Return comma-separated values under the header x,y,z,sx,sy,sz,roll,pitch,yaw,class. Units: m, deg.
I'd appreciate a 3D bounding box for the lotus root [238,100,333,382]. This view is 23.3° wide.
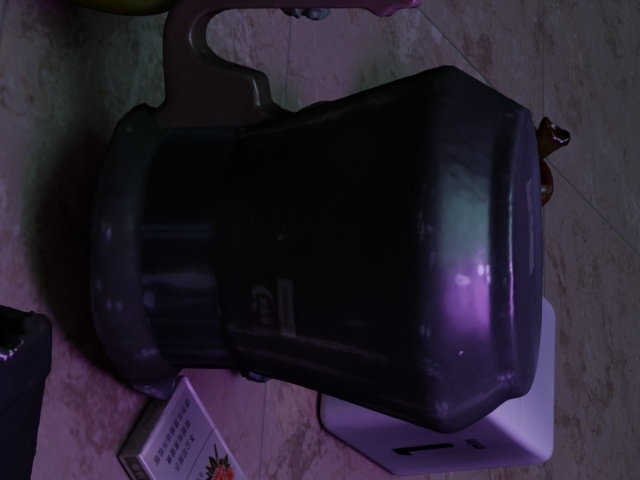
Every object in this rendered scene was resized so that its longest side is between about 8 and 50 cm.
x,y,z,sx,sy,sz,roll,pitch,yaw,class
0.000,0.000,1.554,0.158,0.140,0.322,53,41,-40,lotus root

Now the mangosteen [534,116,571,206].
x,y,z,sx,sy,sz,roll,pitch,yaw,class
0.177,-0.082,1.784,0.211,0.250,0.211,26,57,-48,mangosteen

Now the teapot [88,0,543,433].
x,y,z,sx,sy,sz,roll,pitch,yaw,class
-0.004,-0.029,1.302,0.305,0.361,0.376,-34,122,-75,teapot

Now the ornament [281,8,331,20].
x,y,z,sx,sy,sz,roll,pitch,yaw,class
-0.057,-0.293,1.425,0.120,0.285,0.130,-24,120,-16,ornament

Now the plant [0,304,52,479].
x,y,z,sx,sy,sz,roll,pitch,yaw,class
-0.268,0.096,1.028,0.142,0.164,0.256,-45,135,-52,plant

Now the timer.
x,y,z,sx,sy,sz,roll,pitch,yaw,class
0.132,0.134,1.687,0.194,0.195,0.192,39,48,-49,timer

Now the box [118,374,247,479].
x,y,z,sx,sy,sz,roll,pitch,yaw,class
-0.107,0.230,1.400,0.198,0.029,0.109,63,33,-27,box

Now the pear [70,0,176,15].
x,y,z,sx,sy,sz,roll,pitch,yaw,class
-0.167,-0.285,1.345,0.180,0.166,0.216,58,12,-12,pear
